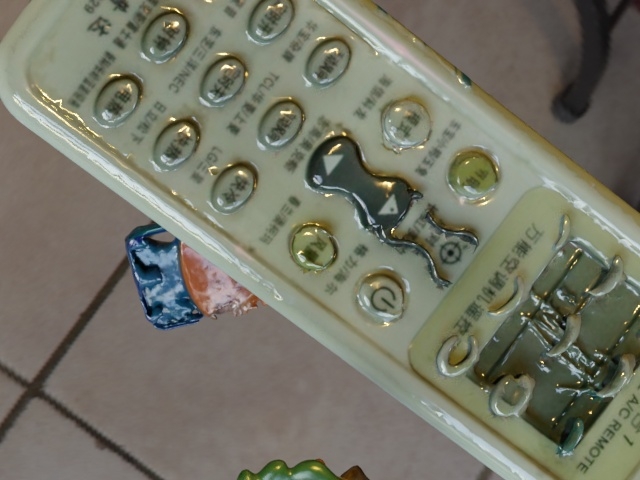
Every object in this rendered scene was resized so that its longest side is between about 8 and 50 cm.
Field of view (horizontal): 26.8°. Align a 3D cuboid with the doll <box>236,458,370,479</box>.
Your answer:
[{"bbox_3d":[-0.001,0.135,0.556,0.078,0.113,0.077,-37,70,-5],"label":"doll"}]

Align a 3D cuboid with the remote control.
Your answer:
[{"bbox_3d":[0.027,-0.015,0.577,0.335,0.065,0.128,37,90,-9],"label":"remote control"}]

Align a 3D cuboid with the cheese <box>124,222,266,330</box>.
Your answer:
[{"bbox_3d":[0.000,0.000,1.149,0.329,0.129,0.217,-14,118,2],"label":"cheese"}]
